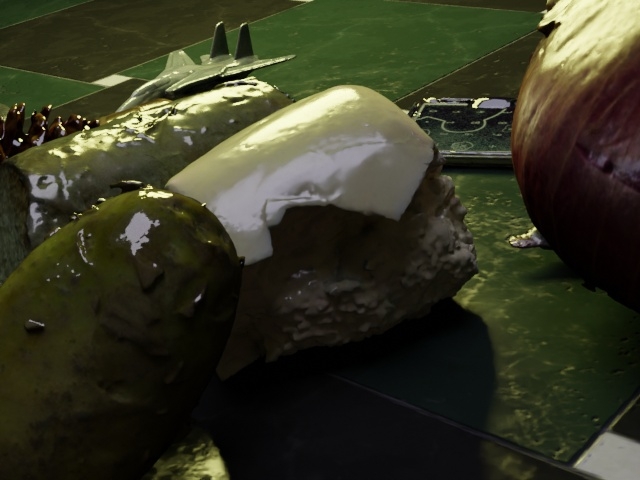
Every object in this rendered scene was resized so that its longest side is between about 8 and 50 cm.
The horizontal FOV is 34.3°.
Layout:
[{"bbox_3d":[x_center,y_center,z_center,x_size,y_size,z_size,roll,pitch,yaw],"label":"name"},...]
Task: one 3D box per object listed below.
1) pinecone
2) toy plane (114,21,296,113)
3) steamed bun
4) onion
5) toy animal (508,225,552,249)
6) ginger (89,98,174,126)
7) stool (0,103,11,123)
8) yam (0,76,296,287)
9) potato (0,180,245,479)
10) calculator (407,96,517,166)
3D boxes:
[{"bbox_3d":[-0.260,-0.054,0.995,0.173,0.173,0.173,-6,26,3],"label":"pinecone"},{"bbox_3d":[-0.174,-0.192,1.345,0.212,0.088,0.267,9,38,32],"label":"toy plane"},{"bbox_3d":[0.000,0.000,0.781,0.225,0.200,0.170,-32,10,-20],"label":"steamed bun"},{"bbox_3d":[0.313,-0.123,0.718,0.348,0.385,0.348,2,43,-2],"label":"onion"},{"bbox_3d":[0.252,-0.027,0.923,0.202,0.070,0.105,-23,17,-24],"label":"toy animal"},{"bbox_3d":[-0.228,-0.117,1.213,0.190,0.069,0.095,-23,8,-28],"label":"ginger"},{"bbox_3d":[-0.406,-0.115,1.176,0.228,0.139,0.153,11,33,39],"label":"stool"},{"bbox_3d":[-0.151,-0.024,0.883,0.304,0.168,0.168,-24,30,-32],"label":"yam"},{"bbox_3d":[-0.146,0.078,0.652,0.251,0.149,0.113,-57,27,2],"label":"potato"},{"bbox_3d":[0.217,-0.122,1.148,0.274,0.028,0.166,3,28,20],"label":"calculator"}]
